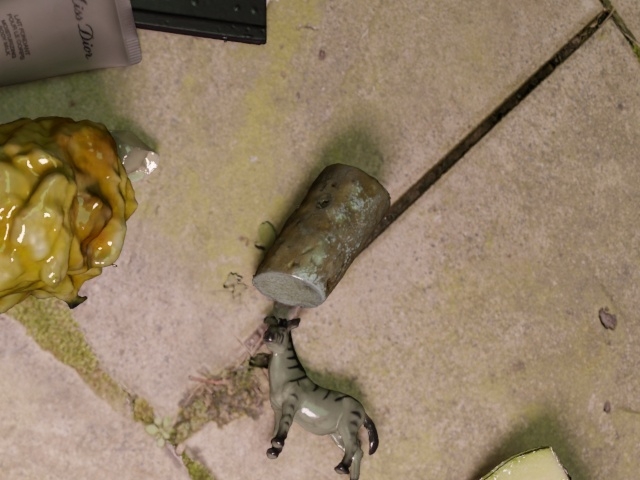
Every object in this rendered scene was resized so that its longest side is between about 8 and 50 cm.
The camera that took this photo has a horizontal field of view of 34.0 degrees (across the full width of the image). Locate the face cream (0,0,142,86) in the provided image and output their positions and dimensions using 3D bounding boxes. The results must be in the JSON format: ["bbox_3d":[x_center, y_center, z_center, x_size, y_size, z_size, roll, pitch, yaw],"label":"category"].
[{"bbox_3d":[-0.367,-0.243,1.256,0.314,0.089,0.143,-25,113,-32],"label":"face cream"}]

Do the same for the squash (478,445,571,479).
[{"bbox_3d":[0.277,0.392,1.466,0.184,0.085,0.191,-28,92,2],"label":"squash"}]

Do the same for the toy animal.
[{"bbox_3d":[-0.009,0.208,1.355,0.217,0.073,0.176,31,55,-22],"label":"toy animal"}]

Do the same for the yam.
[{"bbox_3d":[0.000,0.000,1.372,0.107,0.107,0.194,40,68,-14],"label":"yam"}]

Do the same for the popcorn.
[{"bbox_3d":[-0.322,-0.023,1.157,0.249,0.249,0.225,-17,97,-27],"label":"popcorn"}]

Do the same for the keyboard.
[{"bbox_3d":[-0.214,-0.317,1.373,0.310,0.018,0.100,3,79,-25],"label":"keyboard"}]

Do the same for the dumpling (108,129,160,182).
[{"bbox_3d":[-0.247,-0.106,1.313,0.076,0.057,0.052,8,38,-47],"label":"dumpling"}]
